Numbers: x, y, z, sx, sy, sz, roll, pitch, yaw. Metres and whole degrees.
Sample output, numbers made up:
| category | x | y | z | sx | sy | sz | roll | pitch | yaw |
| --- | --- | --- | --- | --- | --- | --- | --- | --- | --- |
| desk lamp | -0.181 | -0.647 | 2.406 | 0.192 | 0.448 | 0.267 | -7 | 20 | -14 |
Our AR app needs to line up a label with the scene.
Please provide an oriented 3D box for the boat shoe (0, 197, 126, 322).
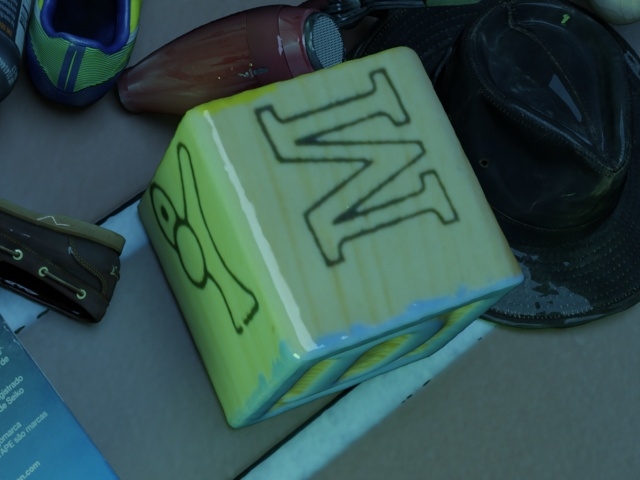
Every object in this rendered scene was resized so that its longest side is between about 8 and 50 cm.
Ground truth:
| category | x | y | z | sx | sy | sz | roll | pitch | yaw |
| --- | --- | --- | --- | --- | --- | --- | --- | --- | --- |
| boat shoe | -0.245 | 0.002 | 1.206 | 0.207 | 0.073 | 0.073 | 19 | 75 | -16 |

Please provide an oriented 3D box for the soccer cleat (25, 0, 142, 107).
| category | x | y | z | sx | sy | sz | roll | pitch | yaw |
| --- | --- | --- | --- | --- | --- | --- | --- | --- | --- |
| soccer cleat | -0.166 | -0.242 | 1.310 | 0.093 | 0.121 | 0.289 | 14 | 65 | -12 |

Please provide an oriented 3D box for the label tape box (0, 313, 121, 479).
| category | x | y | z | sx | sy | sz | roll | pitch | yaw |
| --- | --- | --- | --- | --- | --- | --- | --- | --- | --- |
| label tape box | -0.313 | 0.114 | 1.053 | 0.240 | 0.106 | 0.334 | -42 | 112 | -28 |

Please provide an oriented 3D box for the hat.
| category | x | y | z | sx | sy | sz | roll | pitch | yaw |
| --- | --- | --- | --- | --- | --- | --- | --- | --- | --- |
| hat | 0.187 | -0.101 | 1.362 | 0.331 | 0.134 | 0.331 | 7 | 66 | -16 |

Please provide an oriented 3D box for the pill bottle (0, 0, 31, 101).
| category | x | y | z | sx | sy | sz | roll | pitch | yaw |
| --- | --- | --- | --- | --- | --- | --- | --- | --- | --- |
| pill bottle | -0.283 | -0.184 | 1.243 | 0.130 | 0.130 | 0.246 | 11 | 65 | -14 |

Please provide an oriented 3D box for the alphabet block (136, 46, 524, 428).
| category | x | y | z | sx | sy | sz | roll | pitch | yaw |
| --- | --- | --- | --- | --- | --- | --- | --- | --- | --- |
| alphabet block | 0.000 | 0.000 | 1.228 | 0.193 | 0.192 | 0.197 | -18 | 76 | -26 |

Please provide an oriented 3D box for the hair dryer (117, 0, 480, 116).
| category | x | y | z | sx | sy | sz | roll | pitch | yaw |
| --- | --- | --- | --- | --- | --- | --- | --- | --- | --- |
| hair dryer | -0.017 | -0.152 | 1.313 | 0.293 | 0.223 | 0.080 | -17 | 97 | -8 |

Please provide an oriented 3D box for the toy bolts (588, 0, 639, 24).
| category | x | y | z | sx | sy | sz | roll | pitch | yaw |
| --- | --- | --- | --- | --- | --- | --- | --- | --- | --- |
| toy bolts | 0.312 | -0.246 | 1.476 | 0.228 | 0.218 | 0.158 | 24 | 95 | -22 |
